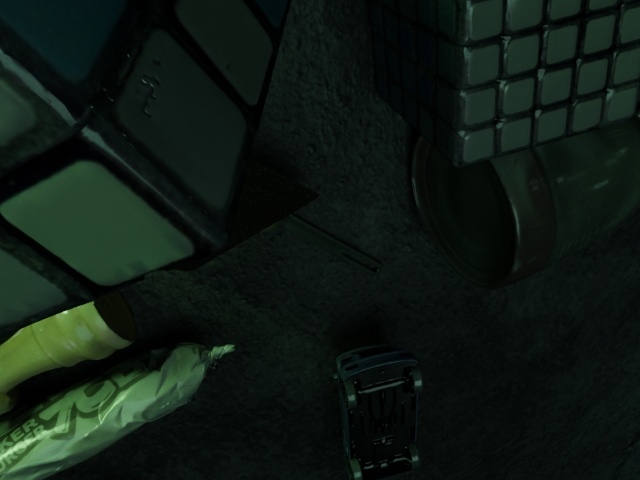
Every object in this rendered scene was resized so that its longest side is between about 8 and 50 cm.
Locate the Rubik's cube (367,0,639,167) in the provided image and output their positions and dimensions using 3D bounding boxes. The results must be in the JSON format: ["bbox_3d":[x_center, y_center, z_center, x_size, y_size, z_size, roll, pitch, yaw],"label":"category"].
[{"bbox_3d":[0.201,-0.251,0.752,0.238,0.237,0.237,-18,126,-11],"label":"Rubik's cube"}]

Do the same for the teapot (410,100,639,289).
[{"bbox_3d":[0.310,-0.072,0.950,0.312,0.233,0.315,-19,156,-17],"label":"teapot"}]

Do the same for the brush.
[{"bbox_3d":[0.000,0.000,0.963,0.266,0.027,0.062,27,117,-34],"label":"brush"}]

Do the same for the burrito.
[{"bbox_3d":[-0.323,0.244,0.925,0.445,0.139,0.101,-25,98,-14],"label":"burrito"}]

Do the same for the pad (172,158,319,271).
[{"bbox_3d":[-0.147,-0.028,0.754,0.220,0.004,0.330,-29,164,14],"label":"pad"}]

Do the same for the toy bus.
[{"bbox_3d":[0.090,0.275,1.117,0.125,0.133,0.292,-12,128,-9],"label":"toy bus"}]

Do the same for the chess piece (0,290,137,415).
[{"bbox_3d":[-0.432,0.180,0.852,0.397,0.117,0.117,-31,128,1],"label":"chess piece"}]

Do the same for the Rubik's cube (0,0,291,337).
[{"bbox_3d":[-0.266,-0.165,0.479,0.362,0.359,0.363,-19,131,31],"label":"Rubik's cube"}]
